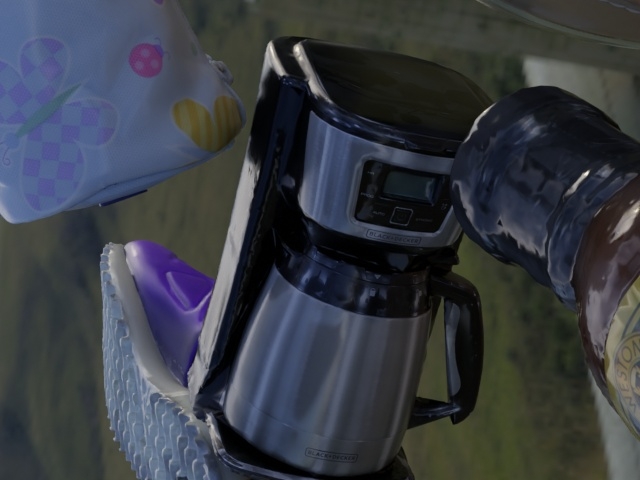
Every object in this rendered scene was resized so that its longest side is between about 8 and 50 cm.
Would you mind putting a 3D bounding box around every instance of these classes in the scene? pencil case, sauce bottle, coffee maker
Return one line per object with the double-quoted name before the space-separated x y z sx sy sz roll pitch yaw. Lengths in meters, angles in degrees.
"pencil case" -0.133 -0.143 0.701 0.113 0.124 0.273 -134 21 -81
"sauce bottle" 0.156 0.042 0.484 0.344 0.111 0.111 41 124 54
"coffee maker" 0.000 0.000 0.721 0.171 0.120 0.178 37 119 46

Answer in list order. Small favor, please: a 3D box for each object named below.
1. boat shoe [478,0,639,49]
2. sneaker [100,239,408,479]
"boat shoe" 0.065 -0.164 0.615 0.109 0.302 0.098 -62 8 -1
"sneaker" -0.037 0.085 0.891 0.293 0.146 0.102 -128 36 -57
